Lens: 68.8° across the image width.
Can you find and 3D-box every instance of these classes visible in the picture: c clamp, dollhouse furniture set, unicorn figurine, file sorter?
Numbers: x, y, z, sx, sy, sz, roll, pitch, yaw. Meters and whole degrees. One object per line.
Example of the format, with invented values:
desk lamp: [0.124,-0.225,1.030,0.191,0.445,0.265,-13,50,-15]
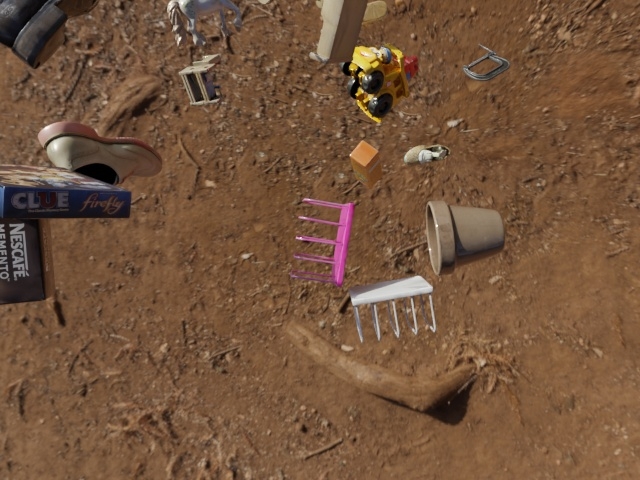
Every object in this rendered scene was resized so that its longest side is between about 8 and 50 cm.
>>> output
c clamp: [0.480,-0.518,1.377,0.137,0.160,0.022,38,153,29]
dollhouse furniture set: [-0.038,-0.480,0.947,0.242,0.212,0.161,30,124,21]
unicorn figurine: [-0.183,-0.393,0.779,0.060,0.162,0.111,3,126,45]
file sorter: [0.000,0.000,1.693,0.182,0.202,0.291,9,92,-5]
file sorter: [0.255,0.250,1.682,0.277,0.193,0.173,-9,97,1]
dollhouse furniture set: [-0.417,-0.616,1.781,0.129,0.184,0.129,3,129,22]

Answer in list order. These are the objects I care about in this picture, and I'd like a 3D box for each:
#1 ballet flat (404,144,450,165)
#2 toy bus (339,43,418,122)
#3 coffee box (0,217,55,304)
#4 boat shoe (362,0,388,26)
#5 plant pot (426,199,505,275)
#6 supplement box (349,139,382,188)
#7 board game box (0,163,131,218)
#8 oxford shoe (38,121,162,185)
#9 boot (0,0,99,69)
ballet flat: [0.398,-0.316,1.709,0.067,0.206,0.073,16,121,52]
toy bus: [0.188,-0.495,1.374,0.211,0.220,0.149,-36,57,-1]
coffee box: [-0.596,0.024,0.735,0.297,0.119,0.168,-5,92,-21]
boat shoe: [0.107,-0.624,1.307,0.170,0.059,0.063,1,96,17]
plant pot: [0.493,-0.020,1.593,0.229,0.263,0.263,-7,100,7]
supplement box: [0.169,-0.270,1.698,0.078,0.233,0.080,38,88,17]
board game box: [-0.420,-0.078,0.698,0.243,0.165,0.042,17,103,37]
oxford shoe: [-0.586,-0.207,1.311,0.140,0.397,0.147,-30,79,21]
boot: [-0.399,-0.363,0.570,0.229,0.263,0.091,34,149,-25]
